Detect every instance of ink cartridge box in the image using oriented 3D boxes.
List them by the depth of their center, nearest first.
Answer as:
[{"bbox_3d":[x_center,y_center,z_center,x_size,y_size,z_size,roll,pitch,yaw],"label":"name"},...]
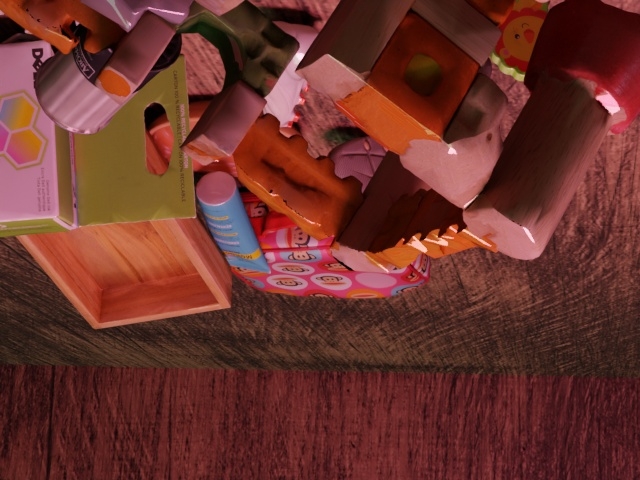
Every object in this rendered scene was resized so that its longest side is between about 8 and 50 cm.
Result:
[{"bbox_3d":[-0.268,-0.109,1.267,0.255,0.189,0.097,-5,172,2],"label":"ink cartridge box"}]

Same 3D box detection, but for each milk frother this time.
[{"bbox_3d":[-0.173,-0.180,1.121,0.143,0.129,0.135,3,159,-37],"label":"milk frother"}]

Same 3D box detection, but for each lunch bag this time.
[{"bbox_3d":[0.000,0.000,1.763,0.293,0.120,0.258,-2,162,20],"label":"lunch bag"}]

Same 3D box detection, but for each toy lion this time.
[{"bbox_3d":[0.175,-0.192,1.108,0.100,0.096,0.034,4,164,-1],"label":"toy lion"}]

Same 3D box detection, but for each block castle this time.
[{"bbox_3d":[-0.023,-0.183,0.799,0.453,0.213,0.303,36,162,-15],"label":"block castle"}]

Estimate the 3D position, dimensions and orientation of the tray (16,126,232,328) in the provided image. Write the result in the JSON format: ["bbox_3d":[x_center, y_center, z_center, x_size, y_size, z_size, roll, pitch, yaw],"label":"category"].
[{"bbox_3d":[-0.273,-0.033,1.528,0.203,0.076,0.411,-10,145,12],"label":"tray"}]

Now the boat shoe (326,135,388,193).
[{"bbox_3d":[0.134,-0.051,1.570,0.324,0.123,0.116,15,162,-31],"label":"boat shoe"}]

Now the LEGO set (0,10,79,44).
[{"bbox_3d":[-0.319,-0.235,1.183,0.244,0.060,0.182,2,169,-41],"label":"LEGO set"}]

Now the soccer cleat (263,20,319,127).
[{"bbox_3d":[-0.044,-0.178,1.276,0.076,0.068,0.196,20,161,-3],"label":"soccer cleat"}]

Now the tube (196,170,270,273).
[{"bbox_3d":[-0.121,-0.016,1.636,0.080,0.052,0.207,16,153,17],"label":"tube"}]

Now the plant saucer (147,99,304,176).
[{"bbox_3d":[-0.115,-0.127,1.499,0.200,0.037,0.200,3,163,1],"label":"plant saucer"}]
